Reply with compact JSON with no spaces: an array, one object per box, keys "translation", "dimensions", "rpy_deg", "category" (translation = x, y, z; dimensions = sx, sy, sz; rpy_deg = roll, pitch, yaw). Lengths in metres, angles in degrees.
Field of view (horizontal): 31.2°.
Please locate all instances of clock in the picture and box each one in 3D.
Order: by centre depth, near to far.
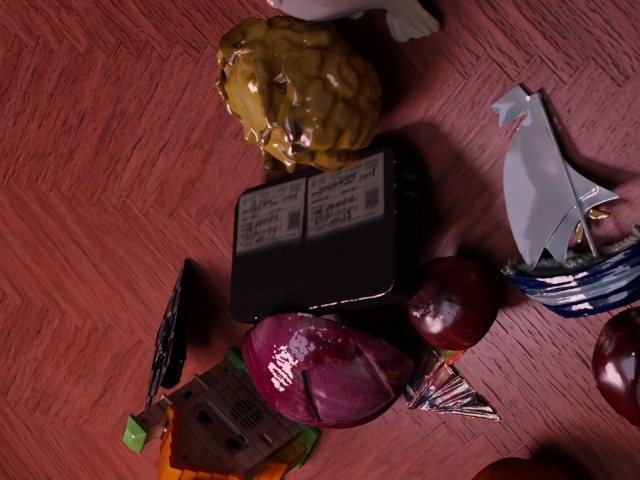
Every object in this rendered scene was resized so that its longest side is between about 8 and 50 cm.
[{"translation":[-0.173,0.332,1.887],"dimensions":[0.220,0.255,0.106],"rpy_deg":[43,136,18],"category":"clock"}]

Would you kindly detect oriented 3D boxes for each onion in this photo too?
[{"translation":[0.396,0.162,1.330],"dimensions":[0.173,0.135,0.198],"rpy_deg":[8,117,1],"category":"onion"},{"translation":[0.173,0.083,1.516],"dimensions":[0.131,0.131,0.131],"rpy_deg":[22,126,34],"category":"onion"},{"translation":[0.006,0.204,1.651],"dimensions":[0.250,0.111,0.247],"rpy_deg":[24,153,-12],"category":"onion"}]

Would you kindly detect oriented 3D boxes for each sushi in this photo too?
[{"translation":[-0.248,0.187,1.959],"dimensions":[0.047,0.231,0.219],"rpy_deg":[14,134,-12],"category":"sushi"}]

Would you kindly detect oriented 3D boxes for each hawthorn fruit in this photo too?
[{"translation":[0.261,0.402,1.532],"dimensions":[0.196,0.225,0.196],"rpy_deg":[16,120,29],"category":"hawthorn fruit"}]

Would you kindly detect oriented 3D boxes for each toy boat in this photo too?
[{"translation":[0.279,-0.047,1.389],"dimensions":[0.220,0.067,0.291],"rpy_deg":[-21,94,48],"category":"toy boat"}]

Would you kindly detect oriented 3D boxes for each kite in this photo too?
[{"translation":[0.158,0.189,1.671],"dimensions":[0.241,0.014,0.183],"rpy_deg":[50,136,13],"category":"kite"}]

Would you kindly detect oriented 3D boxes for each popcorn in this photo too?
[{"translation":[-0.027,-0.187,1.497],"dimensions":[0.250,0.190,0.250],"rpy_deg":[50,177,4],"category":"popcorn"}]

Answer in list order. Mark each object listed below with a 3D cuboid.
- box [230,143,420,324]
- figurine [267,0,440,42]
[{"translation":[0.000,0.000,1.612],"dimensions":[0.350,0.058,0.211],"rpy_deg":[-13,69,48],"category":"box"},{"translation":[0.108,-0.342,1.332],"dimensions":[0.394,0.226,0.274],"rpy_deg":[-1,143,32],"category":"figurine"}]
